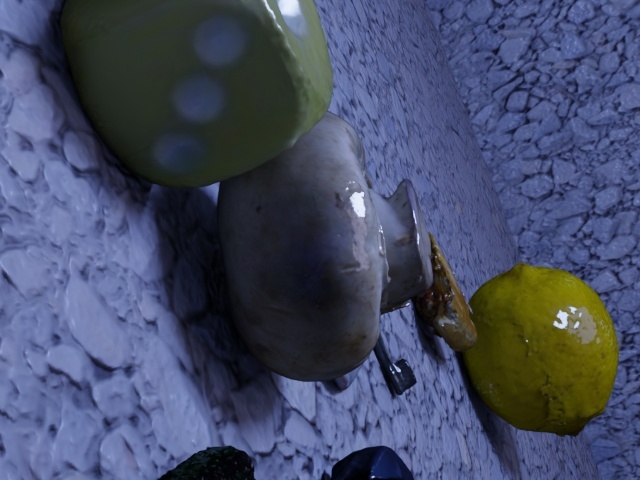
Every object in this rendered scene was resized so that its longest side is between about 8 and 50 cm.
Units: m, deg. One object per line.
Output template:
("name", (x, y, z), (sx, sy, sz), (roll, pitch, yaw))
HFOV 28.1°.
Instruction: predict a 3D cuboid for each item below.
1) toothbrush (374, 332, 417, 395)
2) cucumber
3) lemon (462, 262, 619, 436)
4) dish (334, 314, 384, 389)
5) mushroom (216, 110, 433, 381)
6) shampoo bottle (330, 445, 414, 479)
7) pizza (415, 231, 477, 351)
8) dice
("toothbrush", (0.046, 0.053, 1.550), (0.297, 0.030, 0.030), (65, -11, -10))
("cucumber", (-0.095, 0.182, 0.806), (0.214, 0.052, 0.058), (-34, 131, -73))
("lemon", (0.357, 0.182, 2.086), (0.253, 0.253, 0.310), (-66, 137, -70))
("dish", (0.024, 0.053, 1.392), (0.234, 0.064, 0.154), (-89, 155, -53))
("mushroom", (0.000, 0.000, 1.111), (0.255, 0.184, 0.255), (-14, 90, -78))
("shampoo bottle", (0.047, 0.320, 1.080), (0.134, 0.078, 0.359), (56, 19, -30))
("pizza", (0.167, 0.072, 1.895), (0.154, 0.069, 0.194), (40, 26, -63))
("dice", (-0.096, -0.156, 1.024), (0.169, 0.169, 0.166), (-88, 153, -56))
